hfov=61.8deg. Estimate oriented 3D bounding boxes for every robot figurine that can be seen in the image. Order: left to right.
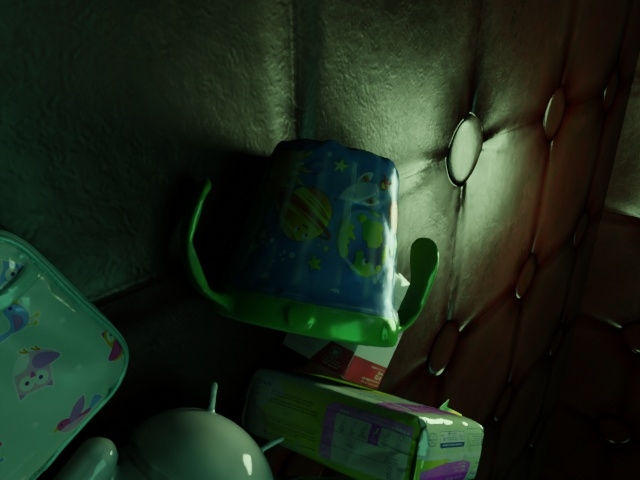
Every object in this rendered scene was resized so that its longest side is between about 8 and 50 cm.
[{"bbox_3d":[-0.187,0.343,0.604,0.354,0.199,0.300,-53,126,-21],"label":"robot figurine"}]

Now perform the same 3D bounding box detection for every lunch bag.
[{"bbox_3d":[-0.315,0.127,0.425,0.279,0.107,0.224,-48,138,-25],"label":"lunch bag"}]

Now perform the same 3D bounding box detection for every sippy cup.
[{"bbox_3d":[0.000,0.000,0.675,0.305,0.239,0.224,20,80,-61],"label":"sippy cup"}]

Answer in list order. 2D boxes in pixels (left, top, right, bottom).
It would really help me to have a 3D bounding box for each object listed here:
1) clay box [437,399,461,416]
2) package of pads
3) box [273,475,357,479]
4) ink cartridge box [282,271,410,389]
[{"bbox_3d":[0.316,0.548,1.426,0.127,0.053,0.222,-22,123,-44],"label":"clay box"},{"bbox_3d":[0.058,0.273,0.790,0.229,0.296,0.101,26,74,-51],"label":"package of pads"},{"bbox_3d":[-0.047,0.374,0.751,0.100,0.244,0.060,2,71,-41],"label":"box"},{"bbox_3d":[0.053,0.122,0.852,0.127,0.128,0.176,35,79,-52],"label":"ink cartridge box"}]
